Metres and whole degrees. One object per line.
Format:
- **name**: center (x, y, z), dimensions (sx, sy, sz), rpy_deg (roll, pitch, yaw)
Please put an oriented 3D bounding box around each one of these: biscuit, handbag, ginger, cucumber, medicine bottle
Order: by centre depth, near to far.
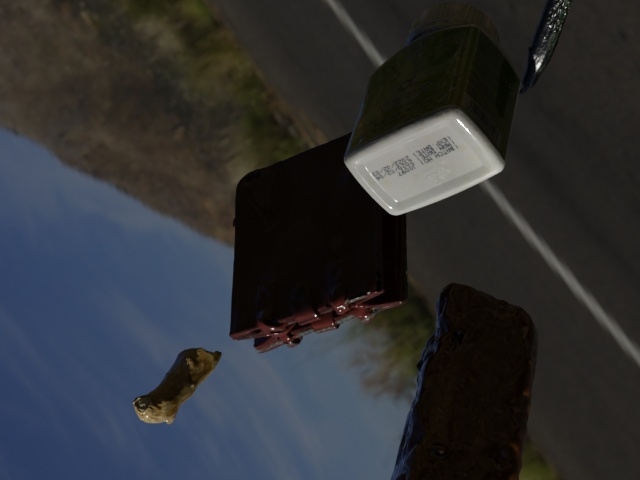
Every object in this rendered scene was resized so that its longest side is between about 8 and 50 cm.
- **medicine bottle**: center (0.107, -0.127, 1.259), dimensions (0.088, 0.132, 0.188), rpy_deg (46, -141, -26)
- **ginger**: center (-0.165, 0.166, 1.593), dimensions (0.044, 0.137, 0.057), rpy_deg (36, 137, 6)
- **handbag**: center (-0.001, -0.001, 1.881), dimensions (0.084, 0.260, 0.275), rpy_deg (37, -134, -43)
- **biscuit**: center (0.186, 0.294, 1.884), dimensions (0.395, 0.166, 0.342), rpy_deg (94, -173, -59)
- **cucumber**: center (0.308, -0.272, 1.947), dimensions (0.039, 0.163, 0.043), rpy_deg (-2, -149, -36)
